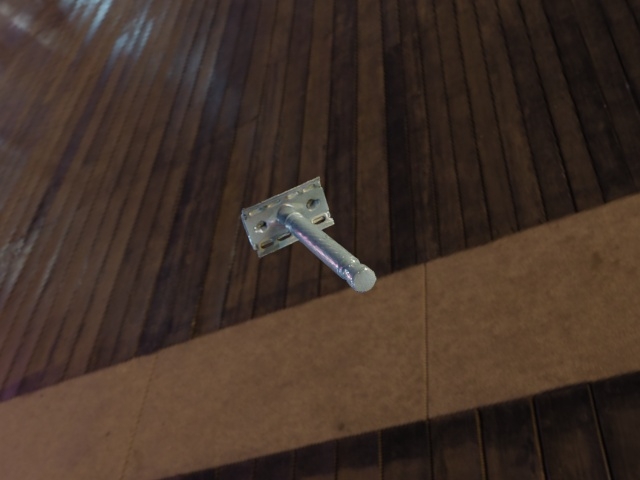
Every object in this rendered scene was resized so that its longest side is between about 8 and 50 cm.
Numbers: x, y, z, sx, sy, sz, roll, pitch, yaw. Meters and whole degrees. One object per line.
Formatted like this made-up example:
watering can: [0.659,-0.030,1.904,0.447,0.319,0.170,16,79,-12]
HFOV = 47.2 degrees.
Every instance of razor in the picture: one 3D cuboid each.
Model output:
razor: [0.000,0.000,0.792,0.106,0.068,0.232,-25,25,-14]
